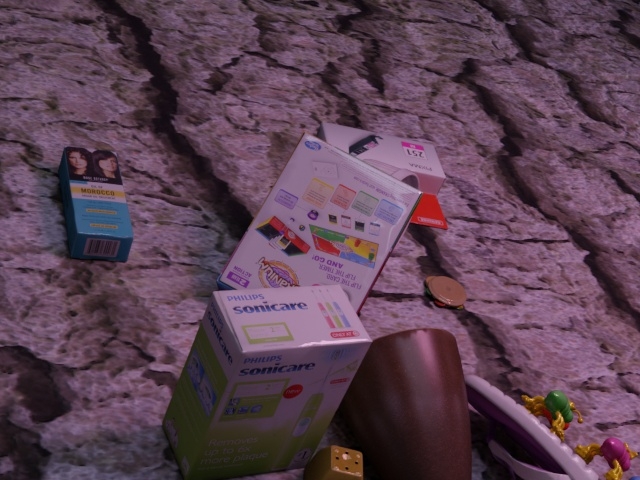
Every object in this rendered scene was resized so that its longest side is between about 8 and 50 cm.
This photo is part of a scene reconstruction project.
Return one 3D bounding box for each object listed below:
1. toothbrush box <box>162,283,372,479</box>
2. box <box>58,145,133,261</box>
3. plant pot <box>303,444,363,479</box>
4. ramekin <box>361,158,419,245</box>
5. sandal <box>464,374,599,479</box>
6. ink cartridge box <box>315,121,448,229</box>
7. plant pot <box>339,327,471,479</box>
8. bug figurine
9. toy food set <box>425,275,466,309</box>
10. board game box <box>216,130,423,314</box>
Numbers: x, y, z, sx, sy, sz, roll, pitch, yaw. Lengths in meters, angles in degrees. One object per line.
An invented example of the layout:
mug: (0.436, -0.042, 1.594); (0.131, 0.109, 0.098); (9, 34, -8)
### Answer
toothbrush box: (-0.082, 0.205, 1.546); (0.206, 0.283, 0.122); (-1, 42, -32)
box: (-0.398, -0.067, 1.912); (0.100, 0.060, 0.244); (5, 39, -24)
plant pot: (0.026, 0.349, 1.591); (0.081, 0.083, 0.081); (17, 36, -11)
ramekin: (0.090, -0.056, 2.059); (0.109, 0.207, 0.207); (27, 34, 21)
sandal: (0.356, 0.374, 1.722); (0.102, 0.169, 0.416); (-43, 65, -9)
ink cartridge box: (0.136, -0.141, 2.313); (0.275, 0.060, 0.239); (10, 36, -18)
plant pot: (0.144, 0.286, 1.660); (0.215, 0.215, 0.230); (0, 55, -29)
bug figurine: (0.440, 0.331, 1.763); (0.279, 0.072, 0.216); (44, -4, 34)
toy food set: (0.243, 0.100, 2.091); (0.083, 0.020, 0.083); (16, 36, -11)
board game box: (0.000, 0.000, 1.888); (0.242, 0.064, 0.317); (28, 75, 6)
